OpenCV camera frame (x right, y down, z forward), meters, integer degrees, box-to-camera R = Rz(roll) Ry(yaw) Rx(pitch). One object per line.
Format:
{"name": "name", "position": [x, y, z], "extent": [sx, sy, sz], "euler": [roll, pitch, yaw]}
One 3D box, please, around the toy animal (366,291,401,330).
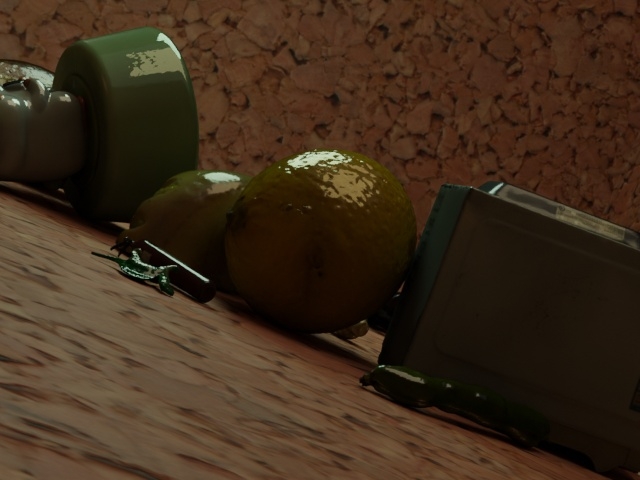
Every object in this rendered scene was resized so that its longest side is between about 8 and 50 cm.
{"name": "toy animal", "position": [0.079, 0.097, 2.386], "extent": [0.218, 0.116, 0.179], "euler": [42, -35, -11]}

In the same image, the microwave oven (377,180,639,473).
{"name": "microwave oven", "position": [0.283, 0.103, 1.798], "extent": [0.355, 0.286, 0.218], "euler": [19, 2, -5]}

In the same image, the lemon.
{"name": "lemon", "position": [0.007, -0.004, 1.830], "extent": [0.254, 0.228, 0.228], "euler": [-26, 33, -31]}

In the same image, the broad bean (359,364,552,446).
{"name": "broad bean", "position": [0.160, 0.182, 1.619], "extent": [0.256, 0.052, 0.053], "euler": [19, -37, -28]}

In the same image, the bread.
{"name": "bread", "position": [-0.140, -0.023, 1.960], "extent": [0.261, 0.156, 0.158], "euler": [22, 4, -45]}

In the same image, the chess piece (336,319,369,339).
{"name": "chess piece", "position": [0.007, 0.094, 2.031], "extent": [0.060, 0.060, 0.172], "euler": [21, 6, -43]}

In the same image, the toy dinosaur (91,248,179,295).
{"name": "toy dinosaur", "position": [-0.212, 0.031, 1.675], "extent": [0.120, 0.029, 0.060], "euler": [24, 14, 12]}

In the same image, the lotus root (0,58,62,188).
{"name": "lotus root", "position": [-0.442, -0.167, 2.308], "extent": [0.291, 0.193, 0.193], "euler": [20, 4, -22]}

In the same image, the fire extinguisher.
{"name": "fire extinguisher", "position": [-0.183, 0.034, 1.770], "extent": [0.173, 0.035, 0.049], "euler": [29, 9, 41]}

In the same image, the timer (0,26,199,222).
{"name": "timer", "position": [-0.369, -0.155, 2.067], "extent": [0.315, 0.290, 0.291], "euler": [-5, 17, -29]}
